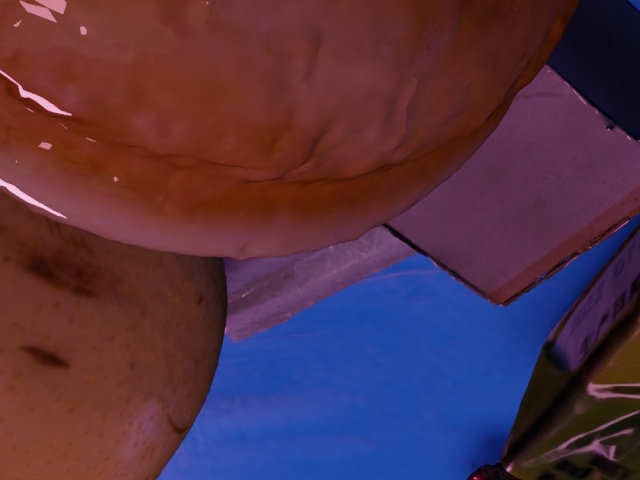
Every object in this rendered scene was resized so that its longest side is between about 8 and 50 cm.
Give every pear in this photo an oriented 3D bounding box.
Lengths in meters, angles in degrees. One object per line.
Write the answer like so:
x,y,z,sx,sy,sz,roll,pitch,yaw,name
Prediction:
-0.225,0.031,0.785,0.348,0.348,0.348,6,131,7,pear

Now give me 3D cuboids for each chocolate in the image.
0.317,0.083,0.848,0.301,0.137,0.289,23,131,-10,chocolate

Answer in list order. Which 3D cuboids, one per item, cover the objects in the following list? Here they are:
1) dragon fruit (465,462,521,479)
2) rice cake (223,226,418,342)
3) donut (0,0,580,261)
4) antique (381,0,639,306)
0.180,0.243,1.013,0.166,0.133,0.136,52,122,13,dragon fruit
0.000,0.000,0.902,0.226,0.040,0.085,-29,120,30,rice cake
-0.064,-0.211,0.458,0.449,0.449,0.198,42,148,-22,donut
0.118,-0.069,0.748,0.148,0.152,0.146,36,128,-21,antique
